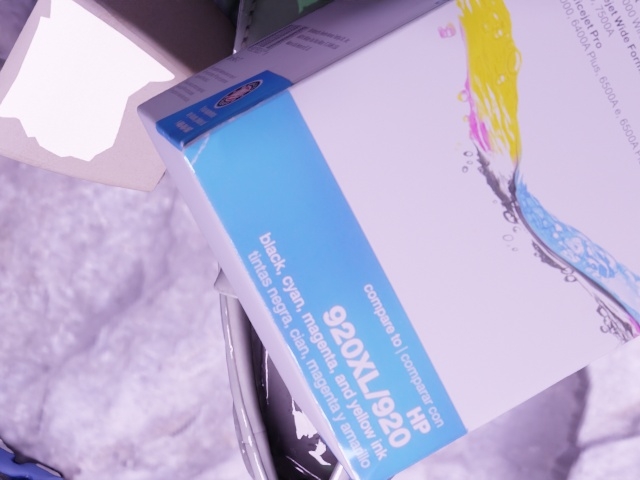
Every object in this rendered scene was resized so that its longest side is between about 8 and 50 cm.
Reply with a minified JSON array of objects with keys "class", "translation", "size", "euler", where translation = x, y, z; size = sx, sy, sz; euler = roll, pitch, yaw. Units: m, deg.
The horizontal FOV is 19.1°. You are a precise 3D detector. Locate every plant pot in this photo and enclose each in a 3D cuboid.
[{"class":"plant pot","translation":[-0.104,-0.089,0.979],"size":[0.096,0.109,0.109],"euler":[30,120,-6]}]

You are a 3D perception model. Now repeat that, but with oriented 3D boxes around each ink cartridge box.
[{"class":"ink cartridge box","translation":[0.066,-0.034,0.839],"size":[0.232,0.171,0.168],"euler":[-29,103,-5]}]

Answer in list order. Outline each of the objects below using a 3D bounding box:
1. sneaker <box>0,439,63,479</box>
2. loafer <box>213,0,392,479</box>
[{"class":"sneaker","translation":[-0.265,0.164,1.103],"size":[0.315,0.182,0.127],"euler":[35,119,4]},{"class":"loafer","translation":[0.000,0.000,0.968],"size":[0.112,0.111,0.319],"euler":[3,113,20]}]
